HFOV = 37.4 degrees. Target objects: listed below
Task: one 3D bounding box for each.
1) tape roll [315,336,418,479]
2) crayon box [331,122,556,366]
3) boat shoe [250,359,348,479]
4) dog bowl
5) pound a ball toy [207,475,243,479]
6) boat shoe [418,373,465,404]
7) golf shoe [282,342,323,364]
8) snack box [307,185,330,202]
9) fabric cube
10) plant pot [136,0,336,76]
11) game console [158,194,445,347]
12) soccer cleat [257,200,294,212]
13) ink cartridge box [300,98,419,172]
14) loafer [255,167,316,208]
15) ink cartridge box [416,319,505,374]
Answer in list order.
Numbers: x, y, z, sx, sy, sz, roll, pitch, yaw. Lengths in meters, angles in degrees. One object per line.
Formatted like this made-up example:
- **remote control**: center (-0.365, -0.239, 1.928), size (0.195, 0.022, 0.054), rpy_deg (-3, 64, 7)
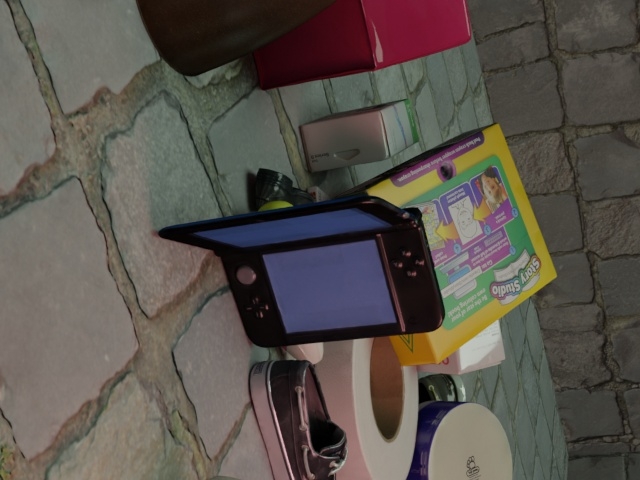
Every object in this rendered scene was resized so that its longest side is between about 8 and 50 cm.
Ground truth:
- **tape roll**: center (0.090, 0.252, 1.674), size (0.392, 0.072, 0.392), rpy_deg (-6, 90, -70)
- **crayon box**: center (0.229, 0.001, 1.664), size (0.363, 0.106, 0.313), rpy_deg (-28, 100, -37)
- **boat shoe**: center (-0.009, 0.305, 1.384), size (0.108, 0.102, 0.301), rpy_deg (-52, 129, -62)
- **dog bowl**: center (0.261, 0.450, 1.871), size (0.265, 0.104, 0.264), rpy_deg (9, 77, -42)
- **pound a ball toy**: center (-0.135, 0.445, 1.022), size (0.319, 0.136, 0.208), rpy_deg (-69, 169, -52)
- **boat shoe**: center (0.258, 0.437, 2.027), size (0.109, 0.091, 0.305), rpy_deg (168, -80, -69)
- **golf shoe**: center (-0.042, 0.116, 1.394), size (0.186, 0.067, 0.086), rpy_deg (65, -6, -25)
- **snack box**: center (0.000, 0.000, 1.637), size (0.064, 0.022, 0.178), rpy_deg (37, 48, -64)
- **fabric cube**: center (0.048, -0.396, 1.494), size (0.258, 0.254, 0.259), rpy_deg (-27, 109, -44)
- **plant pot**: center (-0.093, -0.346, 1.252), size (0.215, 0.230, 0.215), rpy_deg (-9, 90, -68)
- **game console**: center (-0.017, 0.049, 1.207), size (0.173, 0.293, 0.250), rpy_deg (-52, 130, -60)
- **soccer cleat**: center (-0.025, -0.005, 1.471), size (0.289, 0.093, 0.121), rpy_deg (46, 45, -56)
- **ink cartridge box**: center (0.075, -0.193, 1.721), size (0.212, 0.154, 0.093), rpy_deg (-39, 118, -65)
- **loafer**: center (-0.058, -0.059, 1.482), size (0.170, 0.062, 0.061), rpy_deg (31, 76, -59)
- **ink cartridge box**: center (0.224, 0.099, 1.866), size (0.131, 0.226, 0.306), rpy_deg (-10, 92, -32)
